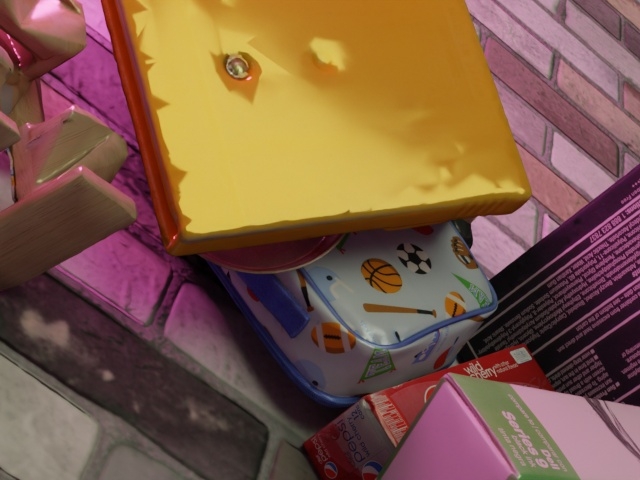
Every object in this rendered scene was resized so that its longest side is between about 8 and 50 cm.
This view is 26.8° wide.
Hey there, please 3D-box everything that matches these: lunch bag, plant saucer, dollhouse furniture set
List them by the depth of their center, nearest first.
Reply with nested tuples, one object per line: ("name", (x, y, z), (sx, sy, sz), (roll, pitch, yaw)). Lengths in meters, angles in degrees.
("dollhouse furniture set", (-0.366, -0.179, 0.991), (0.394, 0.256, 0.362), (40, 29, -50))
("plant saucer", (-0.054, -0.041, 1.120), (0.168, 0.029, 0.168), (4, 61, -7))
("lunch bag", (0.000, 0.000, 1.218), (0.243, 0.115, 0.303), (-16, 60, -46))

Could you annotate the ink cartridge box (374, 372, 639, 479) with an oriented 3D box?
("ink cartridge box", (0.181, 0.238, 1.084), (0.289, 0.211, 0.121), (13, 27, -35))

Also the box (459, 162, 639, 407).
("box", (0.329, 0.119, 1.320), (0.183, 0.296, 0.294), (-4, 60, -49))

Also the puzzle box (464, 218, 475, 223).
("puzzle box", (0.000, -0.187, 1.292), (0.409, 0.052, 0.272), (36, 18, -4))

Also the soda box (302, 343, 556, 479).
("soda box", (0.109, 0.169, 1.208), (0.263, 0.092, 0.083), (-9, 63, -51))

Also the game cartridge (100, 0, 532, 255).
("game cartridge", (-0.006, -0.138, 1.115), (0.324, 0.053, 0.285), (-6, 70, -28))

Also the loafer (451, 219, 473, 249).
("loafer", (0.089, -0.072, 1.447), (0.223, 0.076, 0.078), (57, 30, 5))
